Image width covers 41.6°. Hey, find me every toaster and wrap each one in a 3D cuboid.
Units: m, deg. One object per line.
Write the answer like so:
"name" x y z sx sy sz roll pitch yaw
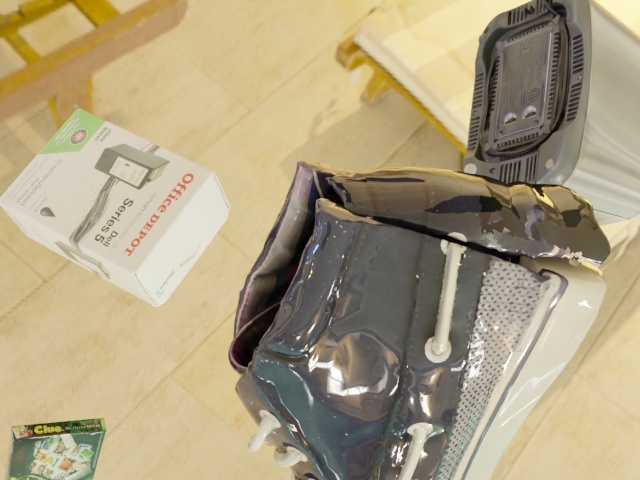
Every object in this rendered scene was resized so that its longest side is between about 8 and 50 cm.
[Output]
"toaster" 0.221 -0.115 0.747 0.146 0.129 0.227 19 71 -33

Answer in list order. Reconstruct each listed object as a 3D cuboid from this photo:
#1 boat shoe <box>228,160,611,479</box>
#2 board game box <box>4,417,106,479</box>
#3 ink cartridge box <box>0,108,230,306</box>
"boat shoe" 0.011 0.107 0.476 0.158 0.340 0.127 12 23 -18
"board game box" -0.424 0.368 1.322 0.136 0.259 0.030 -1 45 -28
"ink cartridge box" -0.306 -0.053 1.272 0.273 0.114 0.198 25 67 21
